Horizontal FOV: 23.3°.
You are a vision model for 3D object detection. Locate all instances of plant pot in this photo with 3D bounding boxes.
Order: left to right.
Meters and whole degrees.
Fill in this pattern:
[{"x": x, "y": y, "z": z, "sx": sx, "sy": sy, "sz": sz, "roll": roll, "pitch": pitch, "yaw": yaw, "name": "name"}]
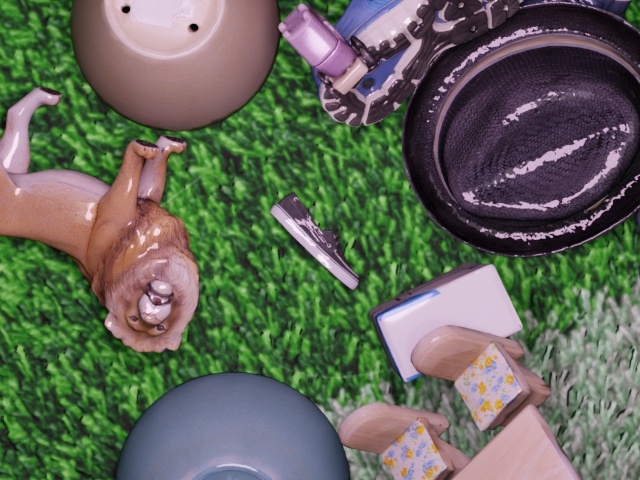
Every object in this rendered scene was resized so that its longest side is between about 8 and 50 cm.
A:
[{"x": -0.171, "y": -0.257, "z": 1.749, "sx": 0.256, "sy": 0.274, "sz": 0.256, "roll": 0, "pitch": 92, "yaw": -2, "name": "plant pot"}, {"x": -0.103, "y": 0.309, "z": 1.810, "sx": 0.290, "sy": 0.195, "sz": 0.290, "roll": 0, "pitch": 92, "yaw": -3, "name": "plant pot"}]

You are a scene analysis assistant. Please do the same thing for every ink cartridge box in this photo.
[{"x": 0.140, "y": 0.092, "z": 1.811, "sx": 0.148, "sy": 0.203, "sz": 0.086, "roll": -25, "pitch": 91, "yaw": -2, "name": "ink cartridge box"}]

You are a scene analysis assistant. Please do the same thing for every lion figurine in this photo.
[{"x": -0.306, "y": -0.038, "z": 1.833, "sx": 0.392, "sy": 0.142, "sz": 0.240, "roll": 24, "pitch": 106, "yaw": 11, "name": "lion figurine"}]

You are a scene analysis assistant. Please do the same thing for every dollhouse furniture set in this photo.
[{"x": 0.097, "y": 0.337, "z": 1.605, "sx": 0.394, "sy": 0.256, "sz": 0.362, "roll": -49, "pitch": 50, "yaw": 24, "name": "dollhouse furniture set"}]

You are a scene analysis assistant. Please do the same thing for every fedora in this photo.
[{"x": 0.255, "y": -0.114, "z": 1.797, "sx": 0.334, "sy": 0.152, "sz": 0.334, "roll": 2, "pitch": 106, "yaw": 6, "name": "fedora"}]

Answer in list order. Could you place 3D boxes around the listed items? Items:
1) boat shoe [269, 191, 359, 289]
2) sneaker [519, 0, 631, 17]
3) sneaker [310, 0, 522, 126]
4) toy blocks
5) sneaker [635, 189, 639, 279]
[{"x": 0.000, "y": 0.000, "z": 1.878, "sx": 0.142, "sy": 0.049, "sz": 0.040, "roll": 45, "pitch": 89, "yaw": -1, "name": "boat shoe"}, {"x": 0.356, "y": -0.357, "z": 1.833, "sx": 0.131, "sy": 0.148, "sz": 0.350, "roll": 36, "pitch": 90, "yaw": -3, "name": "sneaker"}, {"x": 0.112, "y": -0.287, "z": 1.809, "sx": 0.330, "sy": 0.147, "sz": 0.130, "roll": -38, "pitch": 133, "yaw": 6, "name": "sneaker"}, {"x": 0.003, "y": -0.387, "z": 1.701, "sx": 0.309, "sy": 0.288, "sz": 0.260, "roll": -46, "pitch": 125, "yaw": 12, "name": "toy blocks"}, {"x": 0.496, "y": 0.019, "z": 1.875, "sx": 0.226, "sy": 0.086, "sz": 0.163, "roll": -1, "pitch": 81, "yaw": 7, "name": "sneaker"}]
